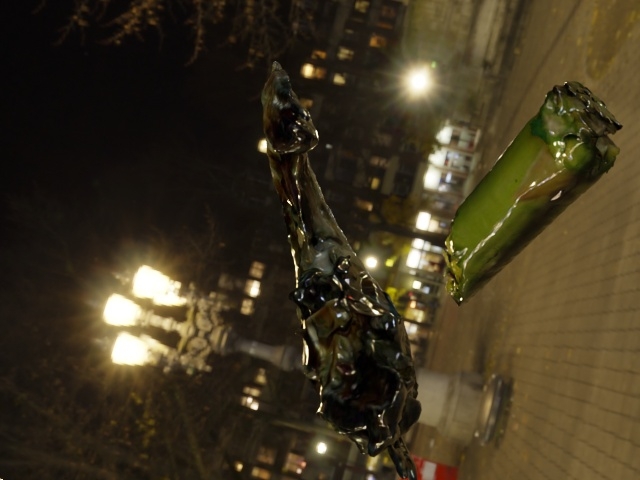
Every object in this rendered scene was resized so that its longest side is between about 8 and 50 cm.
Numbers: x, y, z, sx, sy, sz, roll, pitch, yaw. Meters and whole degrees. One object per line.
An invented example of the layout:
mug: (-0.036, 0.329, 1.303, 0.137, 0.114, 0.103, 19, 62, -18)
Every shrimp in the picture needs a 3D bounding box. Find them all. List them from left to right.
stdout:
shrimp: (0.000, 0.000, 0.516, 0.365, 0.071, 0.233, -108, 1, -76)

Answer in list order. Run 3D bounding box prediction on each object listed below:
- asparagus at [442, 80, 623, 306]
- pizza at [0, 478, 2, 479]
asparagus: (0.241, -0.037, 1.027, 0.128, 0.108, 0.382, -15, -28, -41)
pizza: (-0.543, 0.405, 1.101, 0.062, 0.188, 0.199, 84, -154, -42)
